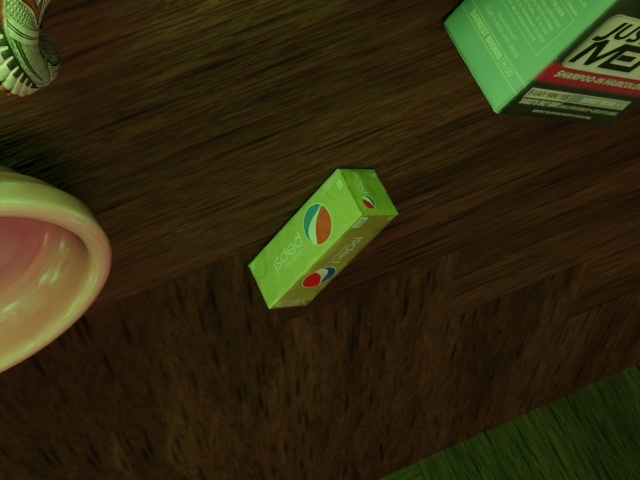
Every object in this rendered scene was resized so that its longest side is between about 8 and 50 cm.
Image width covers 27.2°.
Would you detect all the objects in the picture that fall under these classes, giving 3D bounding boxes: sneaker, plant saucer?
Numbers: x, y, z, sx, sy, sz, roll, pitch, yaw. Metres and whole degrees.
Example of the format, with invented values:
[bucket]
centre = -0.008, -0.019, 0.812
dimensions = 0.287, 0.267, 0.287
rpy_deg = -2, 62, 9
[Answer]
[sneaker]
centre = -0.192, -0.171, 0.843
dimensions = 0.092, 0.088, 0.225
rpy_deg = -23, 157, -11
[plant saucer]
centre = -0.345, 0.036, 1.121
dimensions = 0.332, 0.084, 0.332
rpy_deg = -23, 157, -10

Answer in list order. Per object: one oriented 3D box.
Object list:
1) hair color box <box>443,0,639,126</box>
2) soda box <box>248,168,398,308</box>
[hair color box]
centre = 0.304, -0.259, 1.140
dimensions = 0.185, 0.114, 0.374
rpy_deg = 0, 145, -46
[soda box]
centre = 0.000, 0.000, 1.430
dimensions = 0.058, 0.061, 0.181
rpy_deg = -2, 147, -44
